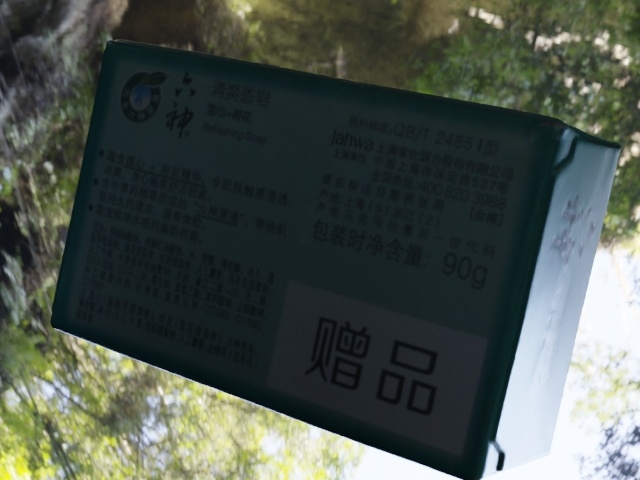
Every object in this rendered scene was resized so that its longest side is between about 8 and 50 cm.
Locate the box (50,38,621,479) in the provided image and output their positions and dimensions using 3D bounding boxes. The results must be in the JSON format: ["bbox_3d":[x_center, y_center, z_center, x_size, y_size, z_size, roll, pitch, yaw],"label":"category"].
[{"bbox_3d":[0.000,0.000,0.516,0.244,0.092,0.153,16,-84,31],"label":"box"}]
